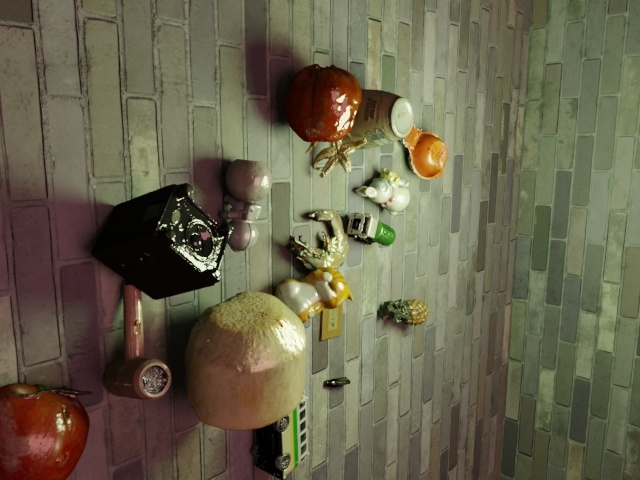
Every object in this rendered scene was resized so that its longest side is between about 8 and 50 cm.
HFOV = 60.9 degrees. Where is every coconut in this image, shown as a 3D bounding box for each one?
[{"bbox_3d":[-0.226,0.366,1.600,0.415,0.345,0.415,-25,131,-31],"label":"coconut"}]

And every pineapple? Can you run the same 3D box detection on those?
[{"bbox_3d":[0.363,0.316,2.399,0.248,0.128,0.128,8,91,-43],"label":"pineapple"}]

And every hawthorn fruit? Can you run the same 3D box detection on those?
[{"bbox_3d":[0.010,-0.446,1.776,0.258,0.258,0.261,-7,85,-47],"label":"hawthorn fruit"}]

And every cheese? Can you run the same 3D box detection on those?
[{"bbox_3d":[0.435,-0.394,2.340,0.329,0.129,0.217,39,72,-31],"label":"cheese"}]

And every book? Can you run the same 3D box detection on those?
[{"bbox_3d":[0.045,0.295,2.121,0.118,0.012,0.172,-4,99,-47],"label":"book"}]

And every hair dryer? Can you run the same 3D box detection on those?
[{"bbox_3d":[-0.488,0.241,1.433,0.107,0.189,0.344,0,83,-45],"label":"hair dryer"}]

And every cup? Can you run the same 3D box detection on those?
[{"bbox_3d":[0.222,-0.456,2.001,0.301,0.257,0.227,-39,126,-38],"label":"cup"}]

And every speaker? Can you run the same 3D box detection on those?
[{"bbox_3d":[-0.390,0.012,1.389,0.232,0.254,0.184,49,38,-40],"label":"speaker"}]

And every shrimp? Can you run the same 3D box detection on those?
[{"bbox_3d":[0.000,0.000,1.974,0.360,0.085,0.246,13,84,-54],"label":"shrimp"}]

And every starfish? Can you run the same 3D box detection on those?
[{"bbox_3d":[0.068,-0.308,1.923,0.210,0.053,0.150,-26,96,4],"label":"starfish"}]

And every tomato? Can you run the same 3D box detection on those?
[{"bbox_3d":[-0.662,0.487,1.270,0.309,0.170,0.308,-8,102,-46],"label":"tomato"}]

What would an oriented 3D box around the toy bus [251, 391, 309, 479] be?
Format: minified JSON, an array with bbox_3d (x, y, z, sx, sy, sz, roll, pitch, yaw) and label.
[{"bbox_3d":[-0.133,0.641,1.895,0.179,0.143,0.305,-15,107,-48],"label":"toy bus"}]

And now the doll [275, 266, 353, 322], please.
[{"bbox_3d":[-0.027,0.188,1.880,0.270,0.162,0.166,-22,76,-12],"label":"doll"}]

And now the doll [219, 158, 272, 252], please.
[{"bbox_3d":[-0.229,-0.102,1.660,0.151,0.151,0.287,2,98,-48],"label":"doll"}]

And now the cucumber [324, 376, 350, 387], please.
[{"bbox_3d":[0.068,0.570,2.180,0.135,0.034,0.033,3,100,-47],"label":"cucumber"}]

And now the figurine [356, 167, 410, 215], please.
[{"bbox_3d":[0.255,-0.207,2.178,0.235,0.127,0.155,23,98,-44],"label":"figurine"}]

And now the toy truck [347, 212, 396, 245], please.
[{"bbox_3d":[0.203,-0.037,2.131,0.242,0.125,0.101,20,83,-59],"label":"toy truck"}]
